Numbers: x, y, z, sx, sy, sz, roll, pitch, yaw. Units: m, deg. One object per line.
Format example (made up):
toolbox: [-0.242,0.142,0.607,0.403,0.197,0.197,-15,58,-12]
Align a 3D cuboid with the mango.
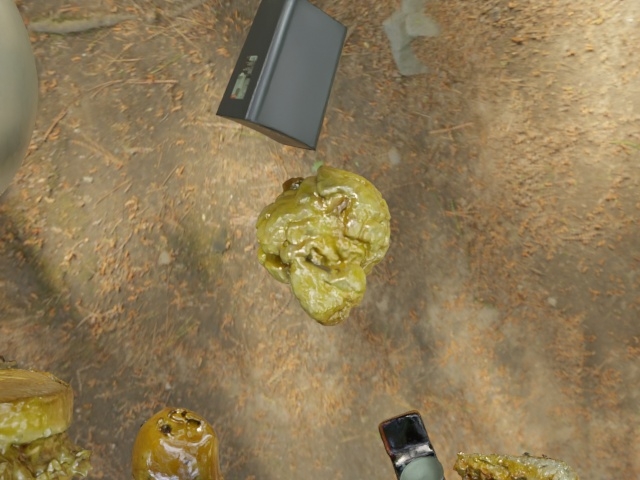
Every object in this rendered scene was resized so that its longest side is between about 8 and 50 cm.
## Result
mango: [-0.298,0.463,1.349,0.201,0.153,0.287,5,127,3]

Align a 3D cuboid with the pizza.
pizza: [0.354,0.459,1.234,0.225,0.335,0.086,14,66,-4]

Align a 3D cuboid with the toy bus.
toy bus: [0.213,0.513,1.193,0.093,0.092,0.409,-20,83,3]

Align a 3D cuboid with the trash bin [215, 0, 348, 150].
trash bin: [-0.058,-0.293,1.142,0.165,0.115,0.226,18,92,-43]

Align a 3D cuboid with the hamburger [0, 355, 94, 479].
hamburger: [-0.495,0.321,0.932,0.286,0.445,0.269,6,84,18]

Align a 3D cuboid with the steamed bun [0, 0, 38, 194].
steamed bun: [-0.416,-0.136,0.553,0.333,0.374,0.334,0,114,0]

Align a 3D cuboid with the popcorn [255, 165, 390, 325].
popcorn: [0.000,0.000,1.267,0.264,0.333,0.225,3,152,10]

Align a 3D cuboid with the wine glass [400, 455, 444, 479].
wine glass: [0.204,0.447,1.072,0.079,0.079,0.196,-30,116,2]
